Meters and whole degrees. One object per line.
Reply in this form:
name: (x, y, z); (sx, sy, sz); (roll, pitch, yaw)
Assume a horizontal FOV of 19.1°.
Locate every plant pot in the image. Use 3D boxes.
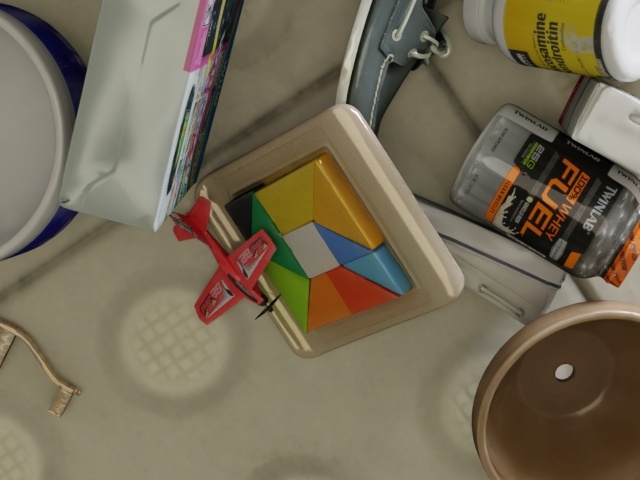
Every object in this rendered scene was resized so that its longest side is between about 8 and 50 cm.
plant pot: (0.257, 0.153, 1.901); (0.237, 0.110, 0.237); (-5, 116, -10)

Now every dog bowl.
dog bowl: (-0.352, -0.106, 1.872); (0.265, 0.104, 0.265); (2, 96, 16)

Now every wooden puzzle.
wooden puzzle: (0.000, 0.000, 1.878); (0.238, 0.044, 0.221); (-26, 99, 44)

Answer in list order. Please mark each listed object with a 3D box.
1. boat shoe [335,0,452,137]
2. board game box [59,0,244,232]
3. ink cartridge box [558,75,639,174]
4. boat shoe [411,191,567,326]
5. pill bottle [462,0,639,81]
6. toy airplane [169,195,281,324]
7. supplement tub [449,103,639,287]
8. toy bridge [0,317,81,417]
boat shoe: (0.085, -0.216, 1.860); (0.099, 0.116, 0.319); (15, 95, 3)
board game box: (-0.152, -0.148, 1.785); (0.097, 0.303, 0.224); (15, 101, 0)
ink cartridge box: (0.296, -0.109, 1.849); (0.109, 0.150, 0.063); (27, 100, -2)
boat shoe: (0.112, 0.009, 1.912); (0.267, 0.096, 0.088); (23, 95, -10)
pill bottle: (0.231, -0.213, 1.824); (0.184, 0.103, 0.103); (15, 103, 40)
toy airplane: (-0.101, 0.018, 1.934); (0.151, 0.028, 0.151); (16, 123, 25)
supplement tub: (0.232, -0.041, 1.857); (0.190, 0.117, 0.117); (31, 100, 8)
toy bridge: (-0.333, 0.116, 1.980); (0.188, 0.026, 0.063); (27, 99, -3)
